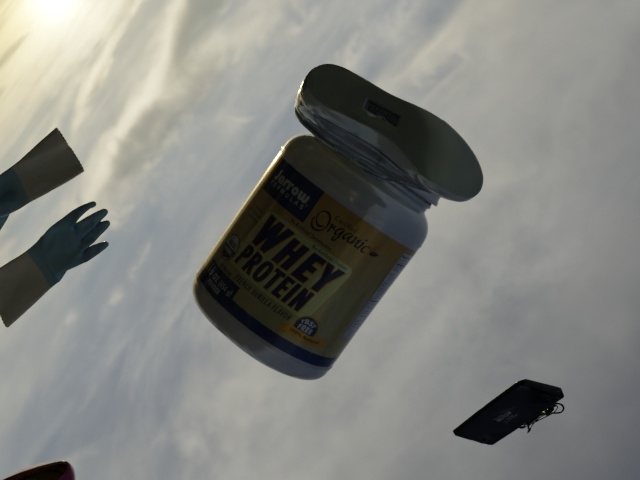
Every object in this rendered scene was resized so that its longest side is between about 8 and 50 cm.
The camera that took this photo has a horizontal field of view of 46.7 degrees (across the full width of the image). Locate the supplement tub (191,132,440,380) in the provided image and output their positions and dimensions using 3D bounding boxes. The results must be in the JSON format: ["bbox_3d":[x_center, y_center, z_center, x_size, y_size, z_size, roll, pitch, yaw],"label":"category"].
[{"bbox_3d":[0.000,0.000,0.994,0.316,0.228,0.228,-55,-150,7],"label":"supplement tub"}]

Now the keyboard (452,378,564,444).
[{"bbox_3d":[0.287,0.254,1.118,0.192,0.100,0.038,126,-20,-47],"label":"keyboard"}]

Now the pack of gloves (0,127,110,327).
[{"bbox_3d":[-0.424,-0.020,1.061,0.232,0.195,0.046,-37,168,9],"label":"pack of gloves"}]

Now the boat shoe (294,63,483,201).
[{"bbox_3d":[0.073,-0.110,0.825,0.079,0.227,0.081,-62,-172,-27],"label":"boat shoe"}]

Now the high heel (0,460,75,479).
[{"bbox_3d":[-0.618,0.481,1.287,0.127,0.377,0.181,51,-43,25],"label":"high heel"}]
